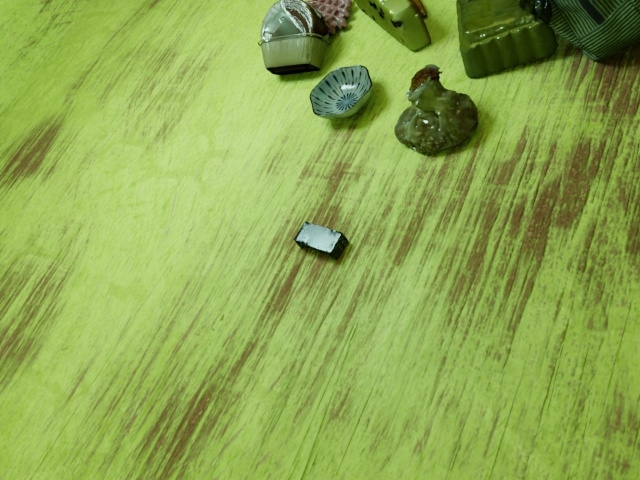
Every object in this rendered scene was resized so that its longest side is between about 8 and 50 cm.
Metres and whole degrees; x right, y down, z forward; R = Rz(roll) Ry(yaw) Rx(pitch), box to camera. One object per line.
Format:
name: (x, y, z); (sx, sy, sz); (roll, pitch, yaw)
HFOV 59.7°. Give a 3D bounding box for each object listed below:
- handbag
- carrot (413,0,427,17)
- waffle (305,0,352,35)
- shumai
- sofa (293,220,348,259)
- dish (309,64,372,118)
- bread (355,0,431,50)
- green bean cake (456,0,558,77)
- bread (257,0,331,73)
handbag: (0.610, -0.589, 1.215); (0.247, 0.240, 0.341); (-27, 46, 53)
carrot: (0.271, -0.709, 1.646); (0.037, 0.037, 0.190); (-31, 50, 6)
waffle: (0.000, -0.716, 1.786); (0.221, 0.055, 0.234); (-13, 55, 23)
shumai: (0.257, -0.308, 1.306); (0.209, 0.153, 0.161); (16, 60, 39)
sofa: (0.000, 0.000, 1.301); (0.118, 0.039, 0.060); (17, 67, 37)
dish: (0.065, -0.388, 1.516); (0.190, 0.066, 0.191); (-16, 52, 21)
bread: (0.184, -0.675, 1.601); (0.077, 0.138, 0.361); (-35, 48, 5)
green bean cake: (0.452, -0.540, 1.373); (0.233, 0.124, 0.236); (-10, 54, 22)
bread: (-0.083, -0.611, 1.672); (0.224, 0.142, 0.212); (4, 96, 30)
